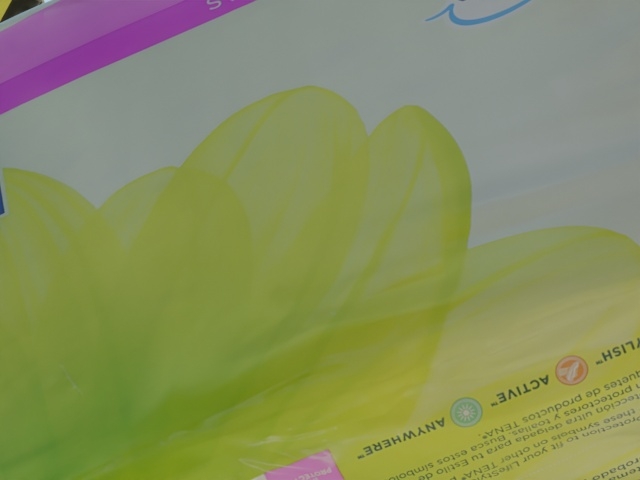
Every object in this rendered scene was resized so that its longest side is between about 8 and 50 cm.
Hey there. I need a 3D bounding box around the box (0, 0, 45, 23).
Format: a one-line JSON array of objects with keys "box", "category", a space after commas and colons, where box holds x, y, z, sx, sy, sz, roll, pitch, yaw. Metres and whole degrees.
[{"box": [-0.232, -0.136, 0.769, 0.232, 0.087, 0.058, 26, -78, -26], "category": "box"}]

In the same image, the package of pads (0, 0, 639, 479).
[{"box": [0.000, 0.000, 0.568, 0.297, 0.229, 0.101, -24, -44, 6], "category": "package of pads"}]
